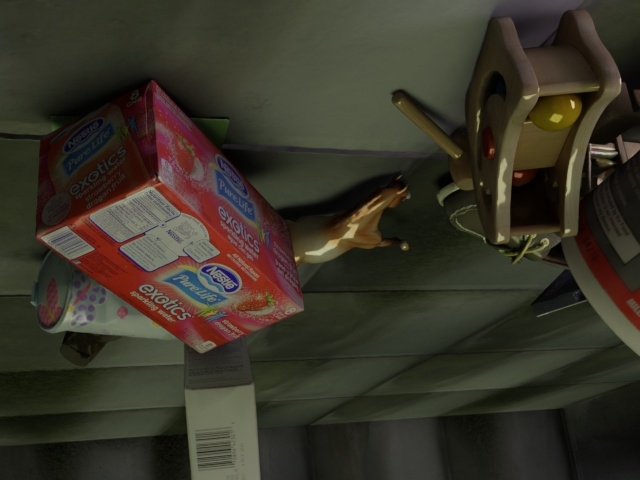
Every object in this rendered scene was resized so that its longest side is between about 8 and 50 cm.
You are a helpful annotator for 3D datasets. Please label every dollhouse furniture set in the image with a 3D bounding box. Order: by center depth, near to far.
[{"bbox_3d":[0.329,-0.080,0.899,0.182,0.101,0.161,2,159,-22],"label":"dollhouse furniture set"}]

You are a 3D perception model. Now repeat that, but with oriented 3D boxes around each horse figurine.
[{"bbox_3d":[0.000,0.000,1.069,0.263,0.066,0.174,-14,165,12],"label":"horse figurine"}]

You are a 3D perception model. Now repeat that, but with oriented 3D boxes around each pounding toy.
[{"bbox_3d":[0.152,-0.081,0.763,0.155,0.154,0.269,-6,160,-2],"label":"pounding toy"}]

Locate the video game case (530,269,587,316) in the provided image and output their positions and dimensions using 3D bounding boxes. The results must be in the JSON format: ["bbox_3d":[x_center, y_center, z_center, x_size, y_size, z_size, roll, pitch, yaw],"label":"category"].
[{"bbox_3d":[0.446,0.019,1.186,0.274,0.026,0.196,-29,-178,45],"label":"video game case"}]

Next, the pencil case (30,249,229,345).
[{"bbox_3d":[-0.235,0.075,1.130,0.273,0.113,0.124,10,178,-39],"label":"pencil case"}]

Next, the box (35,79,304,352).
[{"bbox_3d":[-0.134,-0.011,0.808,0.128,0.122,0.257,-23,142,16],"label":"box"}]

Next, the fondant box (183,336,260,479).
[{"bbox_3d":[-0.149,0.256,1.263,0.096,0.238,0.330,-4,-165,-7],"label":"fondant box"}]

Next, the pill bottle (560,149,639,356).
[{"bbox_3d":[0.410,-0.053,0.743,0.210,0.210,0.363,11,134,-40],"label":"pill bottle"}]

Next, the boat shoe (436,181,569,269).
[{"bbox_3d":[0.271,-0.018,1.067,0.305,0.091,0.109,9,154,-37],"label":"boat shoe"}]

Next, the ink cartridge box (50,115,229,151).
[{"bbox_3d":[-0.189,-0.050,0.887,0.171,0.056,0.235,-1,161,-15],"label":"ink cartridge box"}]

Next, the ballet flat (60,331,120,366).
[{"bbox_3d":[-0.353,0.134,1.347,0.084,0.058,0.250,35,142,-8],"label":"ballet flat"}]
